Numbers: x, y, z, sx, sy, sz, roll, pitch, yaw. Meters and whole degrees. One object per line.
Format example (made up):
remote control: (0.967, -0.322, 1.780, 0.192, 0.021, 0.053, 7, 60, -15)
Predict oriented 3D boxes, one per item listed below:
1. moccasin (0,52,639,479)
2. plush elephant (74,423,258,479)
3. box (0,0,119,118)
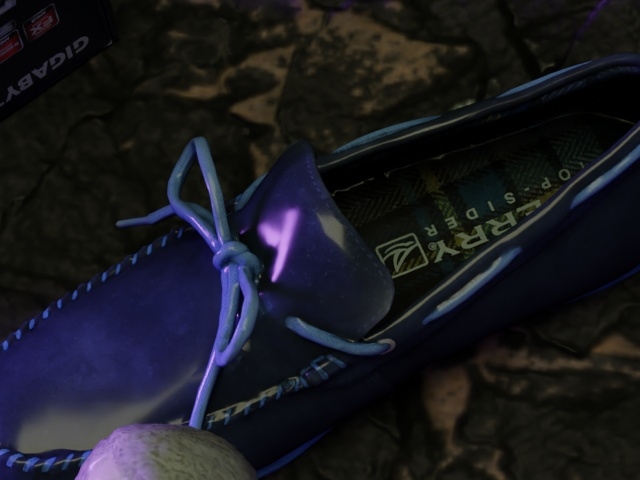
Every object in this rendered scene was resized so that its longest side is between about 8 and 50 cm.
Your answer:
moccasin: (0.000, 0.000, 0.822, 0.342, 0.117, 0.138, -29, 62, -12)
plush elephant: (-0.053, 0.260, 0.603, 0.330, 0.272, 0.255, -34, 45, 18)
box: (-0.205, -0.096, 0.859, 0.220, 0.175, 0.051, -37, 63, -16)
